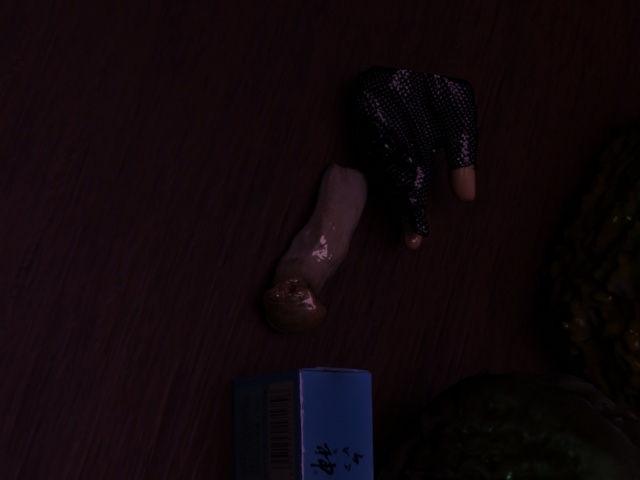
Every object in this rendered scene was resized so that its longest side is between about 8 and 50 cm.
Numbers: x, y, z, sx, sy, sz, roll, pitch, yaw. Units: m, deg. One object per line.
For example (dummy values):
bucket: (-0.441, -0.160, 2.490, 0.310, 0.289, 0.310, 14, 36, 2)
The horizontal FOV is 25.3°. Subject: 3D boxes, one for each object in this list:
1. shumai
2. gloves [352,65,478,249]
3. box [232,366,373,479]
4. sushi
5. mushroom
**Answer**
shumai: (0.263, 0.312, 1.391, 0.348, 0.395, 0.395, -1, 81, -50)
gloves: (0.091, -0.083, 1.467, 0.129, 0.106, 0.181, 2, 99, -49)
box: (-0.018, 0.237, 1.315, 0.083, 0.142, 0.232, 3, 80, -29)
sushi: (0.445, 0.052, 1.551, 0.351, 0.240, 0.397, 37, 63, -17)
mushroom: (0.003, 0.002, 1.424, 0.059, 0.054, 0.202, 40, 59, -24)
